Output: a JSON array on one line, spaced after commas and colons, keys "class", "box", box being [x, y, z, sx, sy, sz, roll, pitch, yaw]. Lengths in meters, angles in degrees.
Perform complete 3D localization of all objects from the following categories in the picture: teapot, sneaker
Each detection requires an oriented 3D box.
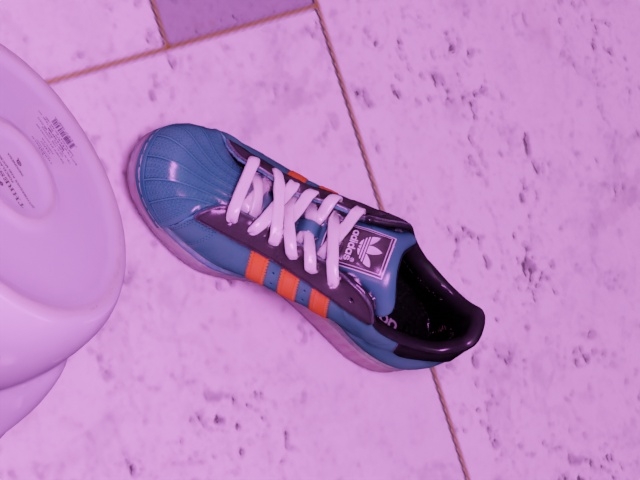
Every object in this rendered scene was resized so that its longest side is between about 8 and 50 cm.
[{"class": "teapot", "box": [-0.263, -0.006, 1.155, 0.252, 0.187, 0.256, 31, 38, -48]}, {"class": "sneaker", "box": [0.000, 0.000, 1.369, 0.302, 0.121, 0.108, 33, 65, -27]}]
